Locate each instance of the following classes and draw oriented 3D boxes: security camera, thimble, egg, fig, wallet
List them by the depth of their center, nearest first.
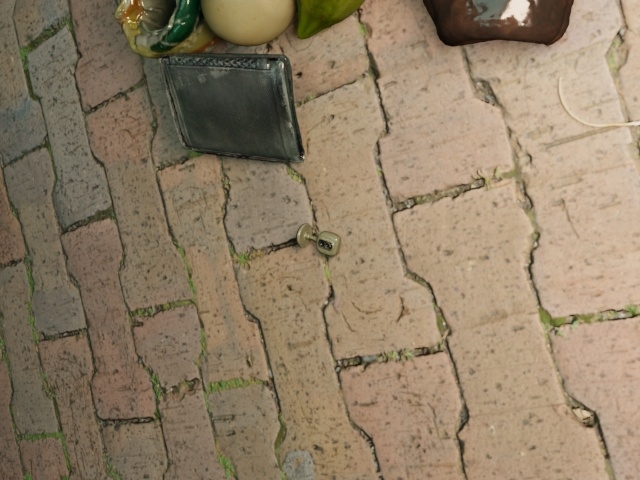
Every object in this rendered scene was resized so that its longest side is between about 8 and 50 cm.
[{"bbox_3d":[0.027,-0.493,1.589,0.167,0.167,0.233,28,136,37],"label":"fig"},{"bbox_3d":[-0.141,-0.497,1.703,0.254,0.189,0.188,1,95,58],"label":"egg"},{"bbox_3d":[0.000,0.000,1.739,0.092,0.058,0.058,14,104,32],"label":"security camera"},{"bbox_3d":[-0.188,-0.294,1.816,0.342,0.075,0.237,9,122,33],"label":"wallet"},{"bbox_3d":[-0.334,-0.542,1.895,0.288,0.167,0.254,-17,83,41],"label":"thimble"}]

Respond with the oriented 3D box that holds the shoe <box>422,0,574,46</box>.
[{"bbox_3d":[0.244,-0.443,1.384,0.384,0.171,0.237,23,106,30],"label":"shoe"}]
